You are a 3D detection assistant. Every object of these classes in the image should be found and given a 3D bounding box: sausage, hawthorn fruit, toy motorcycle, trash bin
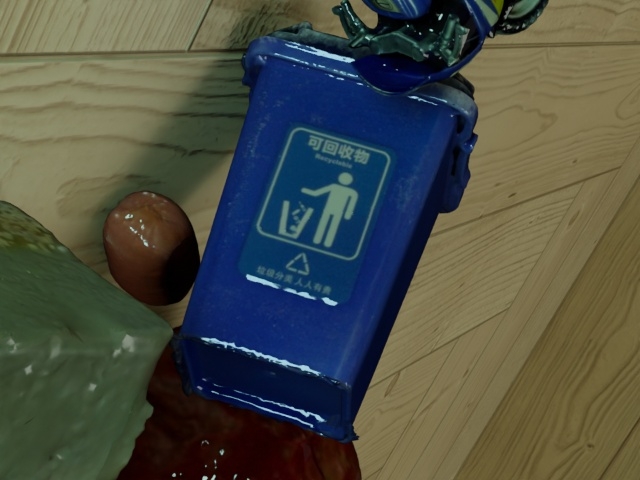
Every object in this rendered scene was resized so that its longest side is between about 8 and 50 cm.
[{"bbox_3d":[-0.110,0.005,0.937,0.059,0.054,0.094,-56,165,-22],"label":"sausage"},{"bbox_3d":[-0.061,0.186,1.032,0.230,0.266,0.210,-59,160,-24],"label":"hawthorn fruit"},{"bbox_3d":[0.042,-0.188,0.807,0.315,0.113,0.169,42,70,-46],"label":"toy motorcycle"},{"bbox_3d":[0.000,0.000,0.951,0.184,0.162,0.234,88,19,-65],"label":"trash bin"}]

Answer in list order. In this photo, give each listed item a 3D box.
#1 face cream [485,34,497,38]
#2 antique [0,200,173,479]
[{"bbox_3d":[0.129,-0.213,1.132,0.095,0.091,0.091,-58,165,-22],"label":"face cream"},{"bbox_3d":[-0.214,0.064,0.658,0.284,0.150,0.125,-3,122,-59],"label":"antique"}]
